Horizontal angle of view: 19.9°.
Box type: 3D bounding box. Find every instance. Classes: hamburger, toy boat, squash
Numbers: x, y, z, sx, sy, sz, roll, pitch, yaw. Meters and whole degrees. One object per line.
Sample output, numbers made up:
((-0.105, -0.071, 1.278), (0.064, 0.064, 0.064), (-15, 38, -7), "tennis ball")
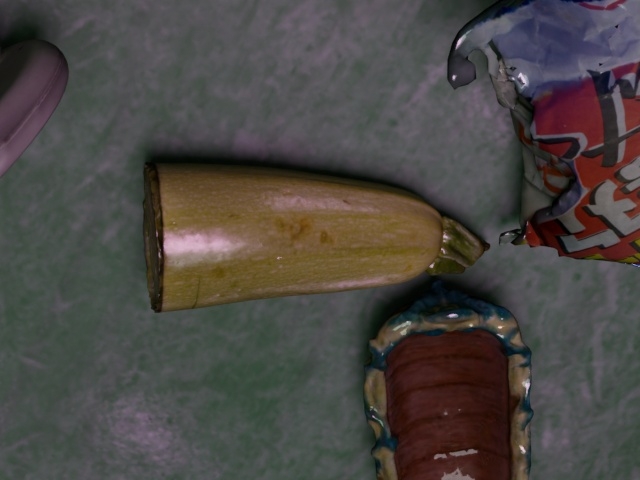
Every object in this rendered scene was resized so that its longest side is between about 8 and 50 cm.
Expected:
((0.219, -0.097, 1.055), (0.261, 0.150, 0.276), (-3, 142, 15), "hamburger")
((0.088, 0.162, 1.194), (0.109, 0.099, 0.292), (-7, 110, -2), "toy boat")
((0.000, 0.000, 1.118), (0.224, 0.094, 0.094), (1, 117, -15), "squash")

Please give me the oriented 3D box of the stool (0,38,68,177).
((-0.269, -0.097, 0.980), (0.195, 0.195, 0.198), (-38, 108, 14), "stool")
